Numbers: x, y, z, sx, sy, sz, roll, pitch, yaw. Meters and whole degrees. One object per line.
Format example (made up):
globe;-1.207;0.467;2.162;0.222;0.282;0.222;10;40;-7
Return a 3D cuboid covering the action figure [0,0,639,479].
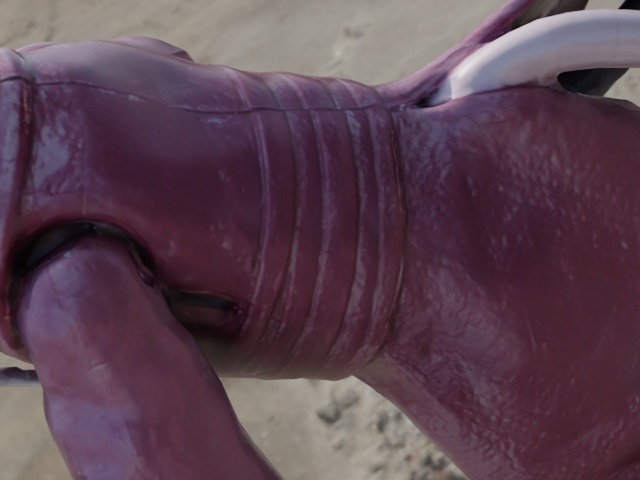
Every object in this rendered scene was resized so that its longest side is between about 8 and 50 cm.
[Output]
action figure;0.000;0.000;0.398;0.276;0.370;0.248;-64;36;42
